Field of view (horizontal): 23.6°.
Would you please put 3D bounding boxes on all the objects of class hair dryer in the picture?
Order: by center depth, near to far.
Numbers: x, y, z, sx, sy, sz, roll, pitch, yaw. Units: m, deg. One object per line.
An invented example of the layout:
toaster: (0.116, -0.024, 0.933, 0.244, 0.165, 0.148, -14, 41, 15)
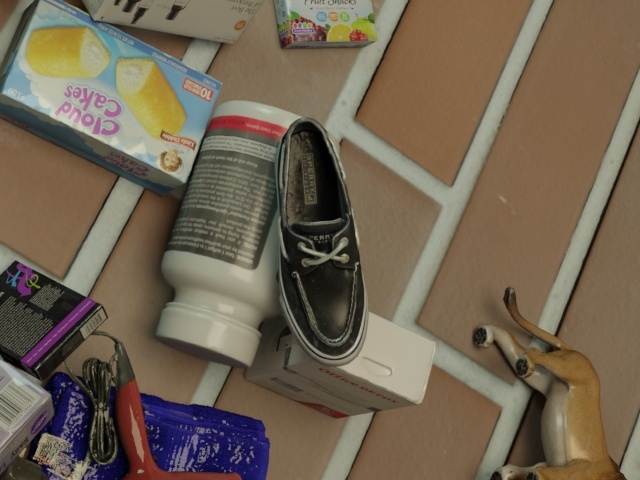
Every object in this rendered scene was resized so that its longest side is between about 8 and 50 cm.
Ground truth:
hair dryer: (-0.218, 0.255, 1.839, 0.293, 0.080, 0.223, 33, 73, -19)

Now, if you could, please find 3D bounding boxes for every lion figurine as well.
lion figurine: (0.356, 0.271, 2.203, 0.240, 0.142, 0.392, 11, 71, -34)

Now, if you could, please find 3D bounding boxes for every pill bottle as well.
pill bottle: (-0.101, -0.004, 1.972, 0.176, 0.176, 0.318, 23, 77, -23)

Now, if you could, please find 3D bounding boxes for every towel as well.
towel: (-0.216, 0.303, 1.919, 0.308, 0.076, 0.227, 17, 72, -25)

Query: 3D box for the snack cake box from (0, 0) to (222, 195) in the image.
snack cake box: (-0.277, -0.184, 1.965, 0.264, 0.089, 0.152, 26, 69, -22)

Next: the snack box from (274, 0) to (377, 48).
snack box: (0.006, -0.326, 2.174, 0.141, 0.037, 0.100, -5, 82, -29)

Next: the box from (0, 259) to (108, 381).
box: (-0.352, 0.095, 1.844, 0.116, 0.162, 0.029, -46, 142, -27)

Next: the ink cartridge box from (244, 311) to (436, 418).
ink cartridge box: (0.024, 0.157, 1.993, 0.159, 0.218, 0.092, 26, 70, -23)

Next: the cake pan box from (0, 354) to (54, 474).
cake pan box: (-0.474, 0.205, 1.739, 0.246, 0.070, 0.267, 33, 63, 12)

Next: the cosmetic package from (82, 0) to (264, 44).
cosmetic package: (-0.187, -0.321, 1.991, 0.239, 0.099, 0.060, 3, 47, -44)

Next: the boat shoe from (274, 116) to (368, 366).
boat shoe: (0.000, 0.000, 1.842, 0.108, 0.102, 0.301, -5, 81, -3)
